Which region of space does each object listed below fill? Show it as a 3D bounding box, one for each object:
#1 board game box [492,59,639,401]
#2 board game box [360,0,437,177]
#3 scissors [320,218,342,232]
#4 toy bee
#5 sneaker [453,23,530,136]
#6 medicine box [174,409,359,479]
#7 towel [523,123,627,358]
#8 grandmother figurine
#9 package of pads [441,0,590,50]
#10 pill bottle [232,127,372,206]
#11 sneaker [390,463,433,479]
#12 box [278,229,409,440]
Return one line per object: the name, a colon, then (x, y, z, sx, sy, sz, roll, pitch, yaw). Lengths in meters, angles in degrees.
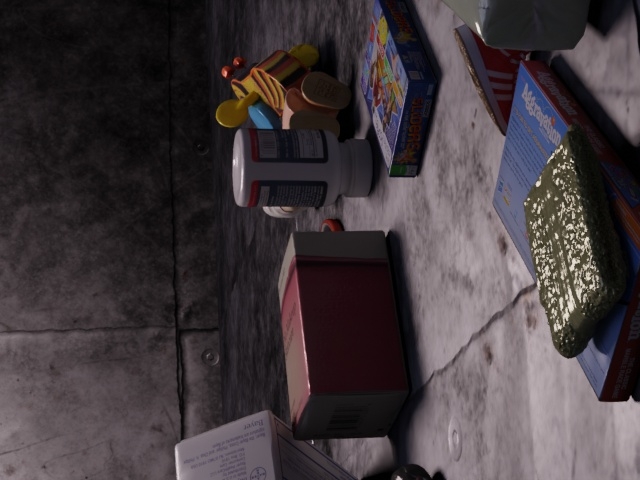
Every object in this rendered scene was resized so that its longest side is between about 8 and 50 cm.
board game box: (0.197, -0.018, 0.976, 0.281, 0.027, 0.145, -107, 19, -56)
board game box: (0.090, -0.188, 1.492, 0.201, 0.035, 0.136, -103, 17, -48)
scissors: (0.000, 0.000, 1.989, 0.297, 0.021, 0.109, -128, 37, -73)
toy bee: (-0.101, -0.242, 2.043, 0.162, 0.195, 0.298, 47, 143, 5)
sneaker: (0.169, -0.152, 1.108, 0.118, 0.067, 0.042, 62, -177, -33)
medicine box: (-0.050, 0.408, 1.584, 0.263, 0.149, 0.289, 47, -152, -48)
towel: (0.184, 0.000, 0.904, 0.110, 0.027, 0.148, 108, 160, -55)
grandmother figurine: (-0.033, -0.133, 1.938, 0.207, 0.104, 0.342, -62, 0, -27)
package of pads: (0.157, -0.327, 0.996, 0.229, 0.101, 0.296, -113, 27, -61)
pill bottle: (-0.025, -0.098, 1.693, 0.108, 0.180, 0.107, 180, 90, -79)
sneaker: (0.056, 0.381, 1.326, 0.106, 0.163, 0.281, 117, 151, -66)
box: (0.024, 0.121, 1.583, 0.148, 0.127, 0.232, 106, 160, -57)
